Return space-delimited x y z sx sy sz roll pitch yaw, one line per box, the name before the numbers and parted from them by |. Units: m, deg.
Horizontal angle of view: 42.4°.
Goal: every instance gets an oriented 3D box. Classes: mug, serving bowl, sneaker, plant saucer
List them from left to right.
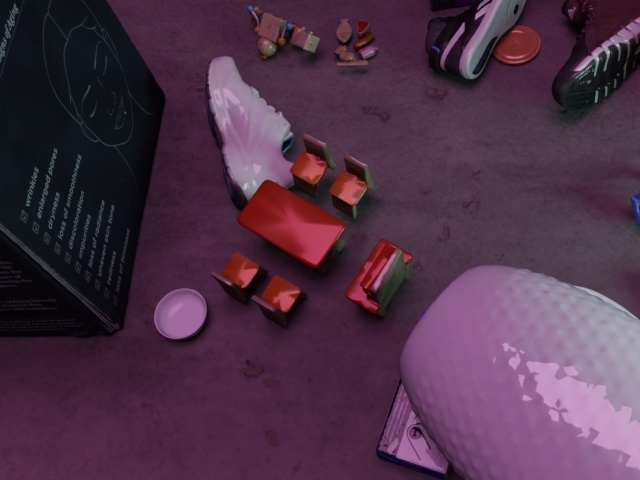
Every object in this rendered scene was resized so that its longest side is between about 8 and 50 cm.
serving bowl | -0.210 0.116 1.261 0.083 0.027 0.083 -6 61 11
sneaker | -0.118 -0.187 1.379 0.129 0.111 0.297 -14 65 -9
sneaker | 0.251 -0.375 1.388 0.121 0.079 0.217 24 71 34
plant saucer | 0.329 -0.331 1.391 0.083 0.013 0.084 -6 61 11
mug | 0.296 0.173 0.986 0.328 0.276 0.374 39 41 22
sneaker | 0.429 -0.324 1.324 0.281 0.106 0.162 -36 54 -20

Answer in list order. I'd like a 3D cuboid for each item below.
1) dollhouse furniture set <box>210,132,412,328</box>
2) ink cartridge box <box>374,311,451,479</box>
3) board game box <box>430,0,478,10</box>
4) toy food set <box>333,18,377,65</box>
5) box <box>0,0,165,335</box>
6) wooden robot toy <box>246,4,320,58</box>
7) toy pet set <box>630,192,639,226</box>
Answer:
dollhouse furniture set | 0.000 0.000 1.196 0.259 0.135 0.262 29 79 19
ink cartridge box | 0.154 0.206 1.116 0.097 0.046 0.207 14 65 19
board game box | 0.345 -0.494 1.366 0.346 0.208 0.056 -7 63 10
toy food set | 0.064 -0.346 1.460 0.077 0.019 0.122 1 54 13
box | -0.482 -0.165 1.222 0.297 0.472 0.480 -2 61 12
wooden robot toy | -0.078 -0.361 1.487 0.173 0.076 0.079 31 107 26
toy pet set | 0.505 -0.054 1.185 0.114 0.065 0.122 -22 55 -41
